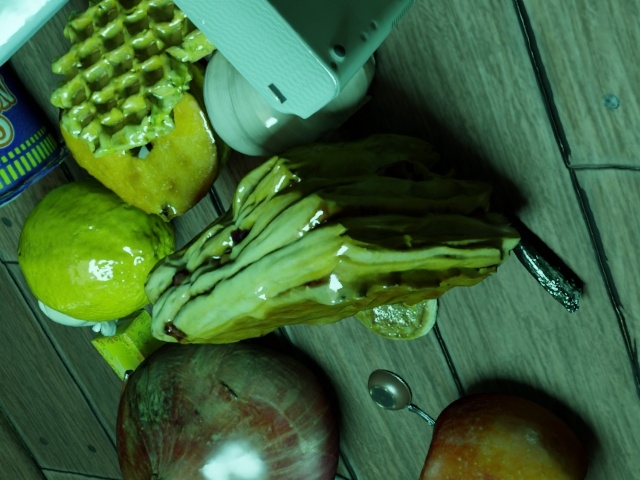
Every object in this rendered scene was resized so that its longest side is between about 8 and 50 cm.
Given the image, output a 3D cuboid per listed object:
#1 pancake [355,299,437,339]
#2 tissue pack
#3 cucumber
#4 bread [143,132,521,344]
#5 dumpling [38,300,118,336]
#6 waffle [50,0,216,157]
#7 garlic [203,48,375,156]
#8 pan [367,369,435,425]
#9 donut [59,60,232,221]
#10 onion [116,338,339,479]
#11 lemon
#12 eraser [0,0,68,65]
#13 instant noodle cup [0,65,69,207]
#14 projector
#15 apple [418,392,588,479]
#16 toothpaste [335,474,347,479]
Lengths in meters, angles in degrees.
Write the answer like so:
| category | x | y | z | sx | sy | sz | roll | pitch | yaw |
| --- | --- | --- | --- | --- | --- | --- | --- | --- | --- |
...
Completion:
| category | x | y | z | sx | sy | sz | roll | pitch | yaw |
| --- | --- | --- | --- | --- | --- | --- | --- | --- | --- |
| pancake | 0.084 | 0.065 | 1.672 | 0.158 | 0.028 | 0.158 | 20 | 133 | 23 |
| tissue pack | -0.270 | 0.200 | 2.043 | 0.095 | 0.062 | 0.176 | -15 | 116 | 44 |
| cucumber | 0.256 | 0.029 | 1.505 | 0.135 | 0.034 | 0.033 | 43 | 145 | -4 |
| bread | 0.000 | 0.000 | 1.488 | 0.370 | 0.314 | 0.192 | -23 | 77 | 48 |
| dumpling | -0.384 | 0.067 | 1.935 | 0.181 | 0.111 | 0.155 | 12 | 168 | 26 |
| waffle | -0.206 | -0.212 | 1.484 | 0.249 | 0.253 | 0.056 | 7 | 169 | 33 |
| garlic | -0.056 | -0.171 | 1.472 | 0.178 | 0.143 | 0.229 | 49 | 141 | -10 |
| pan | 0.112 | 0.228 | 1.808 | 0.115 | 0.023 | 0.068 | 38 | 139 | 1 |
| donut | -0.220 | -0.146 | 1.638 | 0.253 | 0.118 | 0.254 | 23 | 140 | 21 |
| onion | -0.142 | 0.296 | 1.866 | 0.353 | 0.354 | 0.354 | 21 | 137 | 21 |
| lemon | -0.311 | 0.014 | 1.792 | 0.260 | 0.204 | 0.204 | -2 | 126 | 43 |
| eraser | -0.434 | -0.294 | 1.551 | 0.290 | 0.104 | 0.189 | -41 | 102 | 10 |
| instant noodle cup | -0.537 | -0.191 | 1.747 | 0.284 | 0.284 | 0.312 | -10 | 113 | 42 |
| projector | -0.037 | -0.278 | 1.310 | 0.250 | 0.198 | 0.108 | 46 | 140 | -10 |
| apple | 0.226 | 0.304 | 1.647 | 0.201 | 0.218 | 0.218 | 24 | 139 | 7 |
| toothpaste | 0.039 | 0.394 | 2.011 | 0.239 | 0.039 | 0.062 | 23 | 131 | 15 |
